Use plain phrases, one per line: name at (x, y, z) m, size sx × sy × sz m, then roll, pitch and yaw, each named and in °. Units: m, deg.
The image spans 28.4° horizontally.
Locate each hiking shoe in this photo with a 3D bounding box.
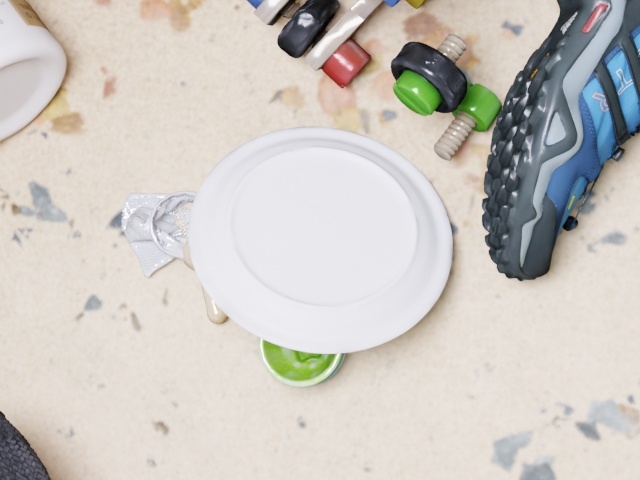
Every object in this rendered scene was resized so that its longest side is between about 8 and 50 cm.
hiking shoe at (0.210, -0.106, 0.903) m, size 0.132 × 0.113 × 0.304 m, roll 16°, pitch 102°, yaw -8°

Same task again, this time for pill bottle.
pill bottle at (-0.324, -0.197, 1.041) m, size 0.131 × 0.131 × 0.229 m, roll -41°, pitch 77°, yaw 9°

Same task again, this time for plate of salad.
plate of salad at (0.000, 0.000, 0.956) m, size 0.199 × 0.048 × 0.200 m, roll 3°, pitch 59°, yaw -4°

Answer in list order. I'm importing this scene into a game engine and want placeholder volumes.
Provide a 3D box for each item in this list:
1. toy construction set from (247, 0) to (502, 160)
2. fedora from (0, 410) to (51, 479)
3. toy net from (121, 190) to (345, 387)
toy construction set at (0.031, -0.268, 0.931) m, size 0.308 × 0.257 × 0.237 m, roll 32°, pitch 77°, yaw 23°
fedora at (-0.267, 0.249, 0.953) m, size 0.152 × 0.334 × 0.334 m, roll -19°, pitch 78°, yaw -27°
toy net at (-0.063, 0.013, 0.999) m, size 0.232 × 0.045 × 0.122 m, roll 32°, pitch 94°, yaw 15°
